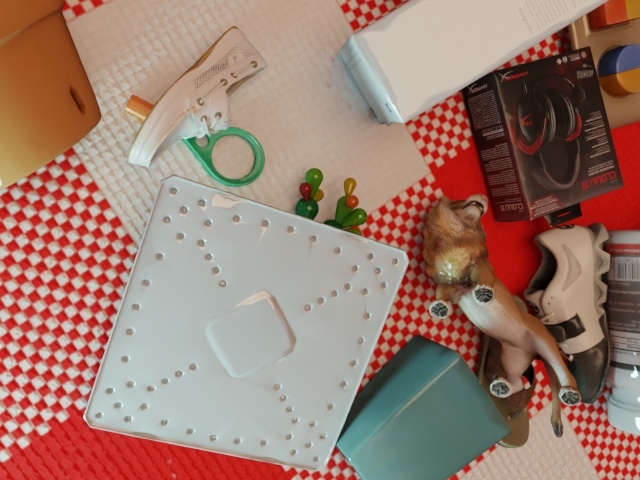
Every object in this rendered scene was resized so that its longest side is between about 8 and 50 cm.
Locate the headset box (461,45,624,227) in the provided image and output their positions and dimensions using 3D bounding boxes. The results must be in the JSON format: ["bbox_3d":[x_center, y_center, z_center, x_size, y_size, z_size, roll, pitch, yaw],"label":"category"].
[{"bbox_3d":[0.405,-0.174,1.191,0.217,0.110,0.294,-17,96,-18],"label":"headset box"}]

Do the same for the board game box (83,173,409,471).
[{"bbox_3d":[-0.108,0.138,1.001,0.389,0.050,0.390,18,100,-18],"label":"board game box"}]

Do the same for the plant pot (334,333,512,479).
[{"bbox_3d":[0.147,0.302,1.083,0.234,0.165,0.166,-37,101,-11],"label":"plant pot"}]

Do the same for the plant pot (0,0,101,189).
[{"bbox_3d":[-0.421,-0.194,0.841,0.290,0.291,0.204,-38,118,-15],"label":"plant pot"}]

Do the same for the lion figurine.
[{"bbox_3d":[0.294,0.115,1.103,0.142,0.240,0.392,-29,102,22],"label":"lion figurine"}]

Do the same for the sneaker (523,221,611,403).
[{"bbox_3d":[0.443,0.136,1.213,0.146,0.122,0.331,-3,91,-4],"label":"sneaker"}]

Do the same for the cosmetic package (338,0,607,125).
[{"bbox_3d":[0.233,-0.339,1.030,0.384,0.217,0.156,-30,100,-1],"label":"cosmetic package"}]

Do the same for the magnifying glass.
[{"bbox_3d":[-0.194,-0.161,1.036,0.230,0.026,0.092,27,82,-19],"label":"magnifying glass"}]

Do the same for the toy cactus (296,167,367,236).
[{"bbox_3d":[0.000,0.000,1.070,0.180,0.112,0.219,-24,106,-7],"label":"toy cactus"}]

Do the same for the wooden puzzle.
[{"bbox_3d":[0.621,-0.401,1.252,0.321,0.080,0.348,-17,104,-17],"label":"wooden puzzle"}]

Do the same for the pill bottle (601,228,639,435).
[{"bbox_3d":[0.618,0.161,1.213,0.210,0.210,0.363,-1,91,-19],"label":"pill bottle"}]

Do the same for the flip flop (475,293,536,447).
[{"bbox_3d":[0.344,0.236,1.188,0.112,0.080,0.277,5,88,-20],"label":"flip flop"}]

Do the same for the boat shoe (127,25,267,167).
[{"bbox_3d":[-0.173,-0.201,0.981,0.096,0.098,0.277,39,67,-9],"label":"boat shoe"}]
